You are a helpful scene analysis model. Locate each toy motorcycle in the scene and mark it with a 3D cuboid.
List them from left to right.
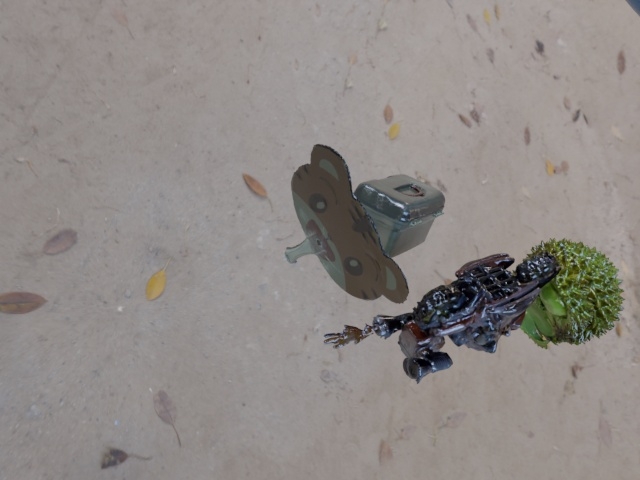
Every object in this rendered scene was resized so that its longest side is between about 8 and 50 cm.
[{"bbox_3d":[0.208,0.134,0.746,0.401,0.207,0.134,-14,48,-23],"label":"toy motorcycle"}]

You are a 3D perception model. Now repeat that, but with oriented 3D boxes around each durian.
[{"bbox_3d":[0.474,0.104,0.887,0.177,0.236,0.200,-14,51,-8],"label":"durian"}]

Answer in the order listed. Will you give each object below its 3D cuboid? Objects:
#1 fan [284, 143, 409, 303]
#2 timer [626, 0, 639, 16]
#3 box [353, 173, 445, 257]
[{"bbox_3d":[0.000,0.000,0.455,0.008,0.227,0.152,-31,94,-24],"label":"fan"},{"bbox_3d":[0.408,-0.156,0.330,0.309,0.115,0.339,2,54,-15],"label":"timer"},{"bbox_3d":[0.160,-0.056,0.967,0.210,0.148,0.129,-19,133,-50],"label":"box"}]
